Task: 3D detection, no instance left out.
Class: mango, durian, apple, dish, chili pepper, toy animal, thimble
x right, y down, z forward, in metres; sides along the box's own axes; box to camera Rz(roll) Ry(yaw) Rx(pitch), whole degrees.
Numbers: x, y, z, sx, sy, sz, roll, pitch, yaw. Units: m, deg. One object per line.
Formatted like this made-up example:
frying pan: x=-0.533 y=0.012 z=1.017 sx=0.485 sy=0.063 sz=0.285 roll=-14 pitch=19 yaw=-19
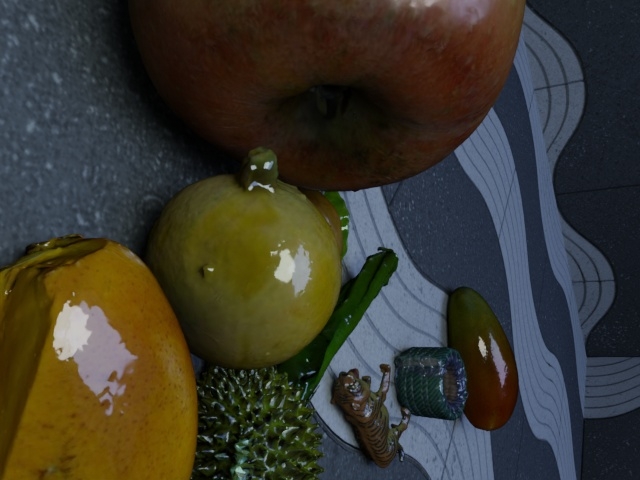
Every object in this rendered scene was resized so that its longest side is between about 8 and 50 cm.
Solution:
mango: x=0.324 y=0.239 z=1.243 sx=0.146 sy=0.129 sz=0.289 roll=-20 pitch=94 yaw=-58
durian: x=-0.063 y=0.213 z=0.549 sx=0.095 sy=0.137 sz=0.220 roll=91 pitch=3 yaw=-75
apple: x=0.006 y=-0.222 z=0.554 sx=0.338 sy=0.339 sz=0.304 roll=42 pitch=42 yaw=-50
dish: x=0.000 y=0.000 z=0.791 sx=0.091 sy=0.039 sz=0.137 roll=46 pitch=48 yaw=-55
mango: x=-0.157 y=0.121 z=0.403 sx=0.154 sy=0.126 sz=0.252 roll=-8 pitch=93 yaw=-49
chili pepper: x=0.005 y=0.128 z=0.752 sx=0.076 sy=0.085 sz=0.359 roll=39 pitch=45 yaw=0
toy animal: x=0.077 y=0.254 z=0.877 sx=0.099 sy=0.057 sz=0.241 roll=-54 pitch=132 yaw=-41
thimble: x=0.186 y=0.237 z=1.026 sx=0.135 sy=0.090 sz=0.118 roll=21 pitch=67 yaw=-58

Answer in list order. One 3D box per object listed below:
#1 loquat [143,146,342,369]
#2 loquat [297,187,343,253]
loquat: x=-0.064 y=0.017 z=0.526 sx=0.149 sy=0.172 sz=0.204 roll=-21 pitch=129 yaw=-52
loquat: x=-0.035 y=-0.013 z=0.664 sx=0.137 sy=0.113 sz=0.137 roll=59 pitch=8 yaw=-13
